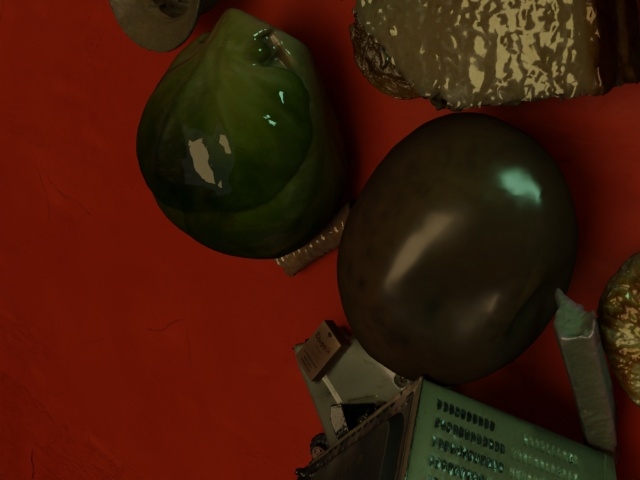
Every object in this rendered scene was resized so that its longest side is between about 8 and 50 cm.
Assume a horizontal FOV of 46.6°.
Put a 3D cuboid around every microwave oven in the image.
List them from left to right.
[{"bbox_3d":[0.147,0.403,0.954,0.333,0.247,0.394,23,141,-10],"label":"microwave oven"}]

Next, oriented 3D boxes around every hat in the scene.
[{"bbox_3d":[-0.226,-0.434,1.199,0.257,0.130,0.257,16,115,39],"label":"hat"}]

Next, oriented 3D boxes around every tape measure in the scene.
[{"bbox_3d":[0.084,0.250,1.153,0.246,0.125,0.243,-21,90,46],"label":"tape measure"}]

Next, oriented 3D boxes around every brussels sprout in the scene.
[{"bbox_3d":[-0.115,-0.152,1.097,0.289,0.281,0.354,24,110,34],"label":"brussels sprout"}]

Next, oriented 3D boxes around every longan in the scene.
[{"bbox_3d":[0.161,0.015,0.903,0.288,0.288,0.350,40,127,26],"label":"longan"}]

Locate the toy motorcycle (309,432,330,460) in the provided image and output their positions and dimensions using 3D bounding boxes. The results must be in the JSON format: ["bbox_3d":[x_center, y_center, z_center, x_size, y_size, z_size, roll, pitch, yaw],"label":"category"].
[{"bbox_3d":[0.035,0.486,1.304,0.171,0.089,0.298,16,115,38],"label":"toy motorcycle"}]

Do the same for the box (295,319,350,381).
[{"bbox_3d":[0.002,0.167,1.126,0.083,0.024,0.053,-51,53,23],"label":"box"}]

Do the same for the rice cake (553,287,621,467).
[{"bbox_3d":[0.318,0.170,0.874,0.051,0.081,0.290,-16,129,13],"label":"rice cake"}]

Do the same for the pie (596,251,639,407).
[{"bbox_3d":[0.408,0.104,0.826,0.179,0.084,0.205,-16,88,31],"label":"pie"}]

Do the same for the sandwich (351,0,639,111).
[{"bbox_3d":[0.197,-0.286,0.861,0.326,0.131,0.262,2,106,40],"label":"sandwich"}]

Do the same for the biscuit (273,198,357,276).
[{"bbox_3d":[0.000,0.000,1.194,0.219,0.055,0.061,-30,94,44],"label":"biscuit"}]

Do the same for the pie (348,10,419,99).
[{"bbox_3d":[0.087,-0.263,1.038,0.092,0.034,0.169,-28,91,43],"label":"pie"}]
